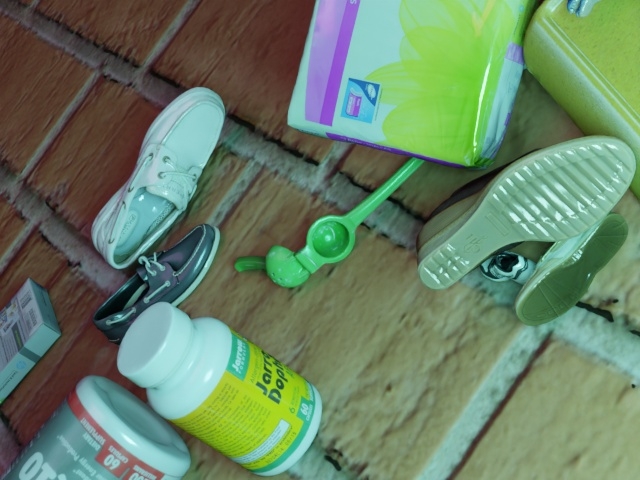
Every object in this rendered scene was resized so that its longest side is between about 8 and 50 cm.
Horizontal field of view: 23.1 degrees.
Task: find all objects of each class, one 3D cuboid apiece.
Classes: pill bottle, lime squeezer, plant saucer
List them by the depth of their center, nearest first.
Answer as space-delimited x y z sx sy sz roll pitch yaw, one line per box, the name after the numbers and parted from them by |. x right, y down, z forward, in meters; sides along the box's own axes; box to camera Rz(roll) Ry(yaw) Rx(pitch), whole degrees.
0.348 -0.220 1.445 0.333 0.081 0.333 -48 41 17 | plant saucer
-0.107 0.152 1.635 0.117 0.208 0.118 -34 35 29 | pill bottle
-0.293 0.307 1.775 0.283 0.161 0.161 -50 30 5 | pill bottle
0.000 0.000 1.818 0.310 0.059 0.110 -31 7 35 | lime squeezer

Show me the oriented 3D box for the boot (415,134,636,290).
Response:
0.201 -0.057 1.511 0.248 0.090 0.207 -32 12 27 | boot

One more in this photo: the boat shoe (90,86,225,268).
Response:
-0.209 -0.077 2.129 0.277 0.098 0.096 -57 30 11 | boat shoe

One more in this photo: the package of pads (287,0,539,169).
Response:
0.112 -0.236 1.662 0.229 0.101 0.297 14 94 19 | package of pads

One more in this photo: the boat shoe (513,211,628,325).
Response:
0.231 0.024 1.471 0.135 0.050 0.045 -43 27 -3 | boat shoe

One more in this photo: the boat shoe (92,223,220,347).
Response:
-0.213 0.052 2.024 0.206 0.065 0.075 -48 31 9 | boat shoe

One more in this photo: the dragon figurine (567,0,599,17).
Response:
0.323 -0.292 1.381 0.289 0.085 0.144 -43 44 24 | dragon figurine

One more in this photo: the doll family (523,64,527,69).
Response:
0.149 -0.252 1.791 0.163 0.118 0.263 -34 36 30 | doll family

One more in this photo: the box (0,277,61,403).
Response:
-0.459 0.162 2.273 0.186 0.038 0.145 -48 30 7 | box

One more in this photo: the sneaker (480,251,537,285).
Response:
0.182 0.022 1.545 0.083 0.037 0.032 6 65 57 | sneaker
